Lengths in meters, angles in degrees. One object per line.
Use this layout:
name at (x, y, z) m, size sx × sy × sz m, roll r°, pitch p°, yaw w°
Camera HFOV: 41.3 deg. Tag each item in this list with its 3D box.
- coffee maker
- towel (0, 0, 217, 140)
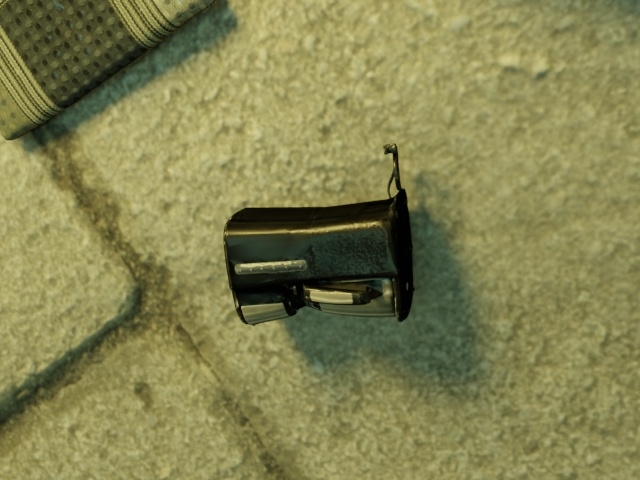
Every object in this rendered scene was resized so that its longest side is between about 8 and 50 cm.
coffee maker at (0.000, 0.000, 0.869) m, size 0.178 × 0.120 × 0.171 m, roll -2°, pitch 79°, yaw 14°
towel at (-0.307, -0.315, 0.903) m, size 0.312 × 0.056 × 0.324 m, roll -28°, pitch 97°, yaw 22°
